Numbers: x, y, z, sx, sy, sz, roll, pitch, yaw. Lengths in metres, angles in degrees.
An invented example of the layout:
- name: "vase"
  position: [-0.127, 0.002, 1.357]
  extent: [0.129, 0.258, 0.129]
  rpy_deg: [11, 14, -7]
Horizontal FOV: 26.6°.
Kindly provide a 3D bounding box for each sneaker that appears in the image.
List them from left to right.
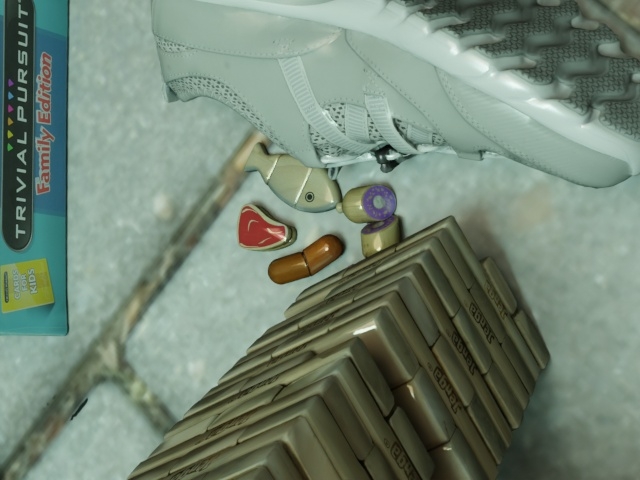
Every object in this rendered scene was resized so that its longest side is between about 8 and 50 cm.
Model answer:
- name: "sneaker"
  position: [0.034, -0.079, 0.673]
  extent: [0.281, 0.105, 0.115]
  rpy_deg: [25, 124, 28]

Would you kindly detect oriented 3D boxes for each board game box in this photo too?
- name: "board game box"
  position: [-0.314, -0.064, 0.851]
  extent: [0.336, 0.079, 0.254]
  rpy_deg: [-4, 84, 28]

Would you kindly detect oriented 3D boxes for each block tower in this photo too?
- name: "block tower"
  position: [0.002, 0.090, 0.519]
  extent: [0.097, 0.335, 0.091]
  rpy_deg: [-28, 97, 24]

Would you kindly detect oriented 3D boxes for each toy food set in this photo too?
- name: "toy food set"
  position: [0.000, 0.000, 0.710]
  extent: [0.122, 0.019, 0.078]
  rpy_deg: [21, 96, 28]
